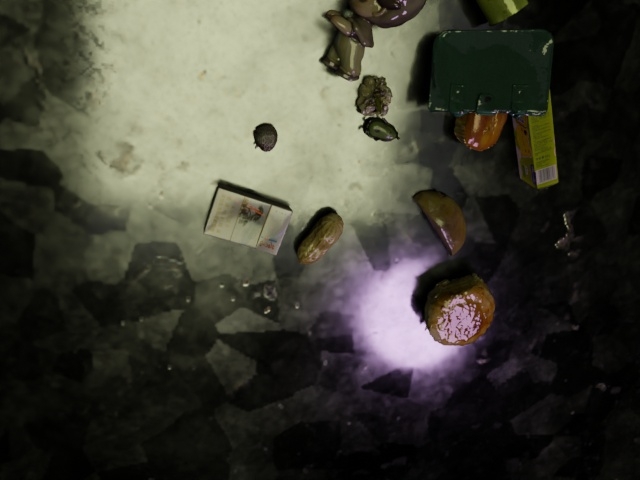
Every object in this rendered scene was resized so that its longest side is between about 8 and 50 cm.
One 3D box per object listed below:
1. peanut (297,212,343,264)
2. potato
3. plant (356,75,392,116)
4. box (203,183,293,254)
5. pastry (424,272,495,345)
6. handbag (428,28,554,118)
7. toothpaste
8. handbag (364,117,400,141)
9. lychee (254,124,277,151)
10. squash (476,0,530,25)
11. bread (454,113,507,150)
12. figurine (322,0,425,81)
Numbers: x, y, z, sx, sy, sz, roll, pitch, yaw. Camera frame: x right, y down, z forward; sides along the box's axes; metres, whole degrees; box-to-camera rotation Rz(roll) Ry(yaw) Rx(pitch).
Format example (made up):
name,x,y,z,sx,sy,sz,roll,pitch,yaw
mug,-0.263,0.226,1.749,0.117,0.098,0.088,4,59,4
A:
name,x,y,z,sx,sy,sz,roll,pitch,yaw
peanut,0.000,0.000,1.665,0.083,0.093,0.194,34,99,-34
potato,0.415,-0.059,1.716,0.120,0.100,0.261,-36,112,4
plant,0.156,-0.404,1.536,0.104,0.122,0.117,-9,119,4
box,-0.217,-0.061,1.614,0.233,0.067,0.150,17,106,-17
pastry,0.468,0.239,1.827,0.256,0.121,0.236,-22,116,-5
handbag,0.473,-0.465,1.505,0.326,0.089,0.239,4,91,9
toothpaste,0.653,-0.321,1.648,0.077,0.110,0.328,-18,116,1
handbag,0.185,-0.328,1.604,0.111,0.047,0.072,17,106,-14
lychee,-0.157,-0.292,1.545,0.083,0.068,0.067,-50,152,5
squash,0.478,-0.701,1.493,0.123,0.123,0.187,-40,107,5
bread,0.484,-0.369,1.617,0.132,0.114,0.191,4,114,-15
figurine,0.144,-0.608,1.414,0.203,0.248,0.381,24,117,-23
